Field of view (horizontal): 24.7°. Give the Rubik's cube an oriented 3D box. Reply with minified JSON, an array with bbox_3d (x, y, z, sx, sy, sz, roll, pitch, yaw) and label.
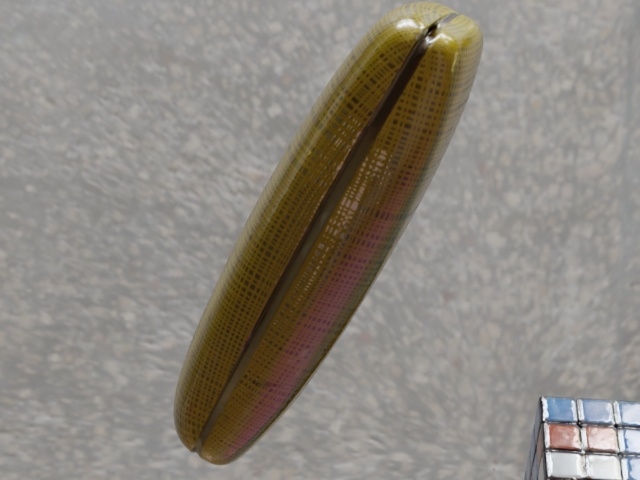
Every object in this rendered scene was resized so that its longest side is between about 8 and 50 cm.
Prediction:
[{"bbox_3d":[0.172,0.158,0.872,0.092,0.092,0.092,4,40,2],"label":"Rubik's cube"}]

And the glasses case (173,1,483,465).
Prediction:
[{"bbox_3d":[0.000,0.000,0.649,0.064,0.079,0.234,33,111,10],"label":"glasses case"}]
